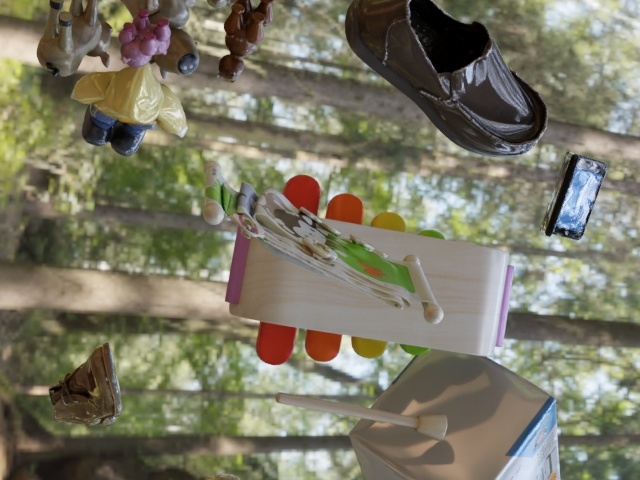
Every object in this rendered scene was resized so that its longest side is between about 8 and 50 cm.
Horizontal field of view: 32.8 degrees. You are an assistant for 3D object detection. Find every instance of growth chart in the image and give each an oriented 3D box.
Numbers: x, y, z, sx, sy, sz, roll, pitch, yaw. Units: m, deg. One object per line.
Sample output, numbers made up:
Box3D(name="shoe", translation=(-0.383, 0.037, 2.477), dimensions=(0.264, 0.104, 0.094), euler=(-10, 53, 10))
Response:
Box3D(name="growth chart", translation=(0.000, 0.000, 0.914), dimensions=(0.021, 0.237, 0.172), euler=(-60, -161, 14))

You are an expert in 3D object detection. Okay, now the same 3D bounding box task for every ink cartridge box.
Box3D(name="ink cartridge box", translation=(0.165, 0.262, 1.269), dimensions=(0.168, 0.171, 0.233), euler=(29, -26, 31))

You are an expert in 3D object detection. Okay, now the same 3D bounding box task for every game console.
Box3D(name="game console", translation=(0.369, -0.060, 1.562), dimensions=(0.107, 0.071, 0.122), euler=(-54, 162, -81))

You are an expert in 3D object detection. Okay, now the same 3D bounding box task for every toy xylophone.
Box3D(name="toy xylophone", translation=(0.054, 0.075, 1.154), dimensions=(0.081, 0.322, 0.236), euler=(176, -68, -78))

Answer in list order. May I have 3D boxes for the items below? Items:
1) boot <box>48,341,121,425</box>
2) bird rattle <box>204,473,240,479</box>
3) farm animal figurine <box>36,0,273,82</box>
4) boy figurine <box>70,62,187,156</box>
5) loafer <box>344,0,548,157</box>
Box3D(name="boot", translation=(-0.414, 0.266, 1.912), dimensions=(0.305, 0.115, 0.112), euler=(121, -38, -59))
Box3D(name="bird rattle", translation=(-0.098, 0.340, 1.117), dimensions=(0.253, 0.143, 0.207), euler=(-121, -139, -70))
Box3D(name="farm animal figurine", translation=(-0.248, -0.324, 1.574), dimensions=(0.172, 0.330, 0.327), euler=(112, -30, -47))
Box3D(name="boy figurine", translation=(-0.275, -0.193, 1.597), dimensions=(0.285, 0.177, 0.092), euler=(-10, -118, 70))
Box3D(name="loafer", translation=(0.201, -0.234, 1.543), dimensions=(0.130, 0.365, 0.134), euler=(-13, -125, 55))
